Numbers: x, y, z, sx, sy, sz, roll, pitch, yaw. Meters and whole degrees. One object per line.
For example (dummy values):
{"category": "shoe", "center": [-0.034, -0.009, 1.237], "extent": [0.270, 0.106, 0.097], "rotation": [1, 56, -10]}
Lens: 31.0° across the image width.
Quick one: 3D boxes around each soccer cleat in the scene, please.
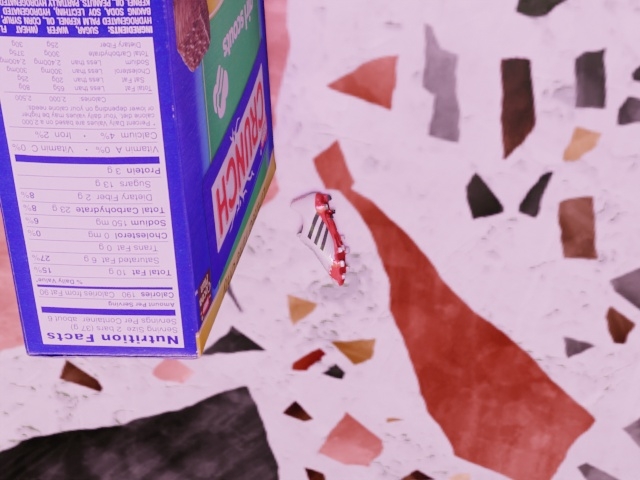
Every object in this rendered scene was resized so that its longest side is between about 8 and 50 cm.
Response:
{"category": "soccer cleat", "center": [0.000, 0.000, 0.936], "extent": [0.035, 0.029, 0.083], "rotation": [-8, 116, 19]}

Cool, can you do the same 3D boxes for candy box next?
{"category": "candy box", "center": [-0.112, -0.125, 0.730], "extent": [0.122, 0.268, 0.317], "rotation": [3, 121, 7]}
